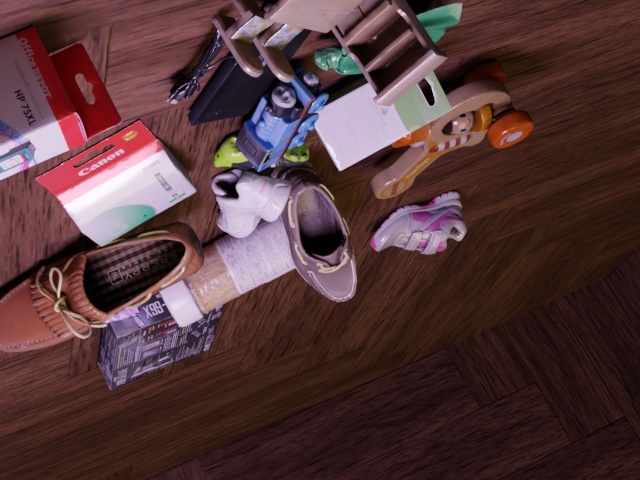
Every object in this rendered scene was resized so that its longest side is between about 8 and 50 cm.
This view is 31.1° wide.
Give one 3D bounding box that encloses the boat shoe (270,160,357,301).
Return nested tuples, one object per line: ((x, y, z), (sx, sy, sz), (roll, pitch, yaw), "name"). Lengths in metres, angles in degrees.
((0.000, 0.000, 2.082), (0.117, 0.096, 0.324), (-25, 127, -7), "boat shoe")

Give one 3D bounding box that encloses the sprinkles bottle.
((-0.135, 0.033, 2.182), (0.355, 0.121, 0.121), (-27, 162, -4), "sprinkles bottle")

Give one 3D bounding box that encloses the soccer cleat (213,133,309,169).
((-0.097, -0.144, 1.888), (0.179, 0.060, 0.072), (-1, 158, -43), "soccer cleat")

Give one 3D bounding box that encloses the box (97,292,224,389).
((-0.329, 0.183, 2.370), (0.243, 0.076, 0.307), (-21, 160, -21), "box")

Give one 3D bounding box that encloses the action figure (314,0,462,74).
((0.089, -0.300, 1.724), (0.232, 0.063, 0.137), (-23, 163, -29), "action figure")

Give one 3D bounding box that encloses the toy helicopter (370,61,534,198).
((0.198, -0.176, 2.102), (0.235, 0.140, 0.355), (-9, 156, -41), "toy helicopter")

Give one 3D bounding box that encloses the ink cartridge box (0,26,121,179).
((-0.364, -0.155, 1.337), (0.231, 0.134, 0.078), (-26, 161, -11), "ink cartridge box")

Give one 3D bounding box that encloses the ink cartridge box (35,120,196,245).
((-0.304, -0.082, 1.748), (0.181, 0.056, 0.224), (-30, 163, 1), "ink cartridge box")

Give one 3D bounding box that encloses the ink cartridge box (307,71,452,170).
((0.093, -0.212, 1.857), (0.209, 0.109, 0.062), (-28, -160, 5), "ink cartridge box")

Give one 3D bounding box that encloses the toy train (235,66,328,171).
((-0.058, -0.187, 1.756), (0.105, 0.080, 0.184), (-34, 168, -35), "toy train")

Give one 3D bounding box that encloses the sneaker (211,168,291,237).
((-0.140, -0.077, 1.974), (0.115, 0.090, 0.232), (27, 155, -18), "sneaker")

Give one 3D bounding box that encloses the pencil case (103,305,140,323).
((-0.413, 0.116, 1.991), (0.206, 0.088, 0.086), (-18, 117, 6), "pencil case")

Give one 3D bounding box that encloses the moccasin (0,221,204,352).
((-0.373, 0.083, 1.874), (0.380, 0.139, 0.147), (-18, 180, 5), "moccasin")

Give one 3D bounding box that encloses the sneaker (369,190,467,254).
((0.230, -0.021, 2.584), (0.252, 0.111, 0.103), (-21, 160, -21), "sneaker")

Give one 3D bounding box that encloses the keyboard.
((-0.103, -0.265, 1.594), (0.202, 0.033, 0.317), (-18, 158, -45), "keyboard")

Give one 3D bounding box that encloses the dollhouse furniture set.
((0.031, -0.273, 1.456), (0.212, 0.161, 0.242), (-39, 163, 26), "dollhouse furniture set")
